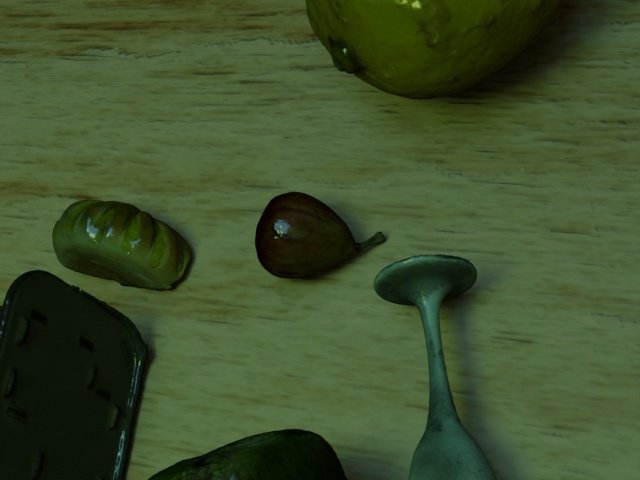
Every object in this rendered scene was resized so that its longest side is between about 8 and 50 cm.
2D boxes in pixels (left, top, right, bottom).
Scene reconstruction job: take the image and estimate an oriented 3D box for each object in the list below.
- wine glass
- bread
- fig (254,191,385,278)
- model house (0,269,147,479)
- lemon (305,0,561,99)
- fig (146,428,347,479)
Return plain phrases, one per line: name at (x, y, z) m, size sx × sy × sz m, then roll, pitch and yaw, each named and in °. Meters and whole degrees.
wine glass at (0.129, 0.129, 0.893) m, size 0.096 × 0.264 × 0.309 m, roll 3°, pitch 60°, yaw -15°
bread at (-0.225, -0.003, 1.193) m, size 0.157 × 0.094 × 0.083 m, roll 6°, pitch 71°, yaw 33°
fig at (0.000, 0.000, 1.113) m, size 0.125 × 0.089 × 0.089 m, roll 10°, pitch 67°, yaw 6°
model house at (-0.350, 0.161, 1.109) m, size 0.279 × 0.205 × 0.218 m, roll -5°, pitch 62°, yaw 28°
lemon at (0.118, -0.276, 1.101) m, size 0.284 × 0.260 × 0.260 m, roll -46°, pitch 56°, yaw 12°
fig at (-0.051, 0.286, 0.927) m, size 0.203 × 0.203 × 0.235 m, roll -20°, pitch 80°, yaw 11°
